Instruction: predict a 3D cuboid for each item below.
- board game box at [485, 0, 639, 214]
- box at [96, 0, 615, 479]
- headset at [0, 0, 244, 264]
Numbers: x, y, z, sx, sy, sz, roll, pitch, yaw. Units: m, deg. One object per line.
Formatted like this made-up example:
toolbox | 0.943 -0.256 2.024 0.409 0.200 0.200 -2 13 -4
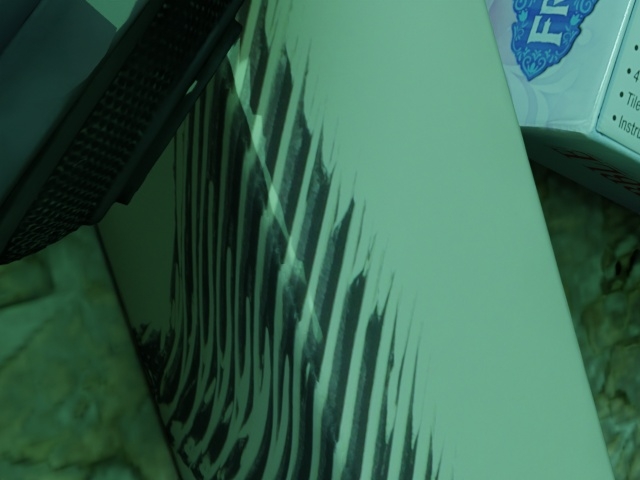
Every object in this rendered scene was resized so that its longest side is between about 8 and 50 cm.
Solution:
board game box | 0.211 -0.139 0.685 0.318 0.066 0.318 23 83 -43
box | 0.000 0.000 0.564 0.094 0.113 0.275 -26 106 -30
headset | -0.128 -0.052 0.384 0.243 0.185 0.394 6 96 -4
